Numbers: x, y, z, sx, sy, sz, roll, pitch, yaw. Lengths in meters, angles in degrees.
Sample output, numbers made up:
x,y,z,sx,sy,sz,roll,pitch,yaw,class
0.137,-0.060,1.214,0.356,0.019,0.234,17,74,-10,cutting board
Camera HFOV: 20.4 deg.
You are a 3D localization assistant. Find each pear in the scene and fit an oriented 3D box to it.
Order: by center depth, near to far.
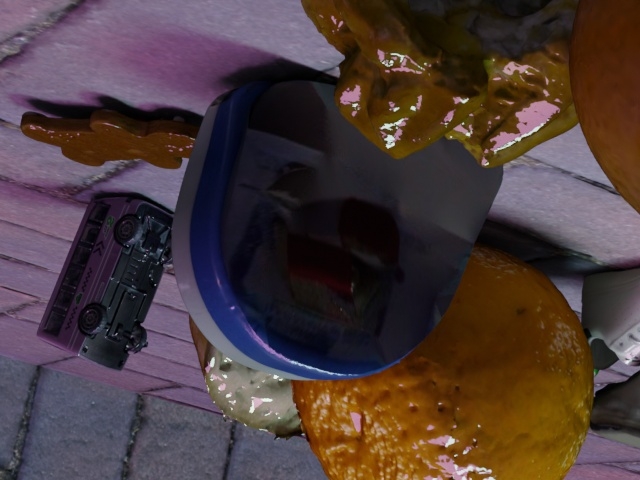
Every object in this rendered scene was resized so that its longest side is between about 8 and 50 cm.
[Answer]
x,y,z,sx,sy,sz,roll,pitch,yaw,class
-0.062,0.098,2.218,0.267,0.267,0.178,23,-168,-38,pear

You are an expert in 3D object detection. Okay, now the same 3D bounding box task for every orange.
x,y,z,sx,sy,sz,roll,pitch,yaw,class
0.141,0.154,1.960,0.293,0.340,0.341,-30,-168,-34,orange

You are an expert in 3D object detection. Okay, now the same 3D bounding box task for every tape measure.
x,y,z,sx,sy,sz,roll,pitch,yaw,class
0.000,-0.002,1.619,0.259,0.262,0.138,19,174,-24,tape measure

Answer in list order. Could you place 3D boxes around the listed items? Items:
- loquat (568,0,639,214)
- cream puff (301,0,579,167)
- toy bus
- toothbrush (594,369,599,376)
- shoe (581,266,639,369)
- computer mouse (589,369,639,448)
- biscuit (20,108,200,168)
x,y,z,sx,sy,sz,roll,pitch,yaw,class
0.277,-0.104,1.027,0.263,0.263,0.263,11,166,3,loquat
0.083,-0.139,1.163,0.221,0.194,0.195,17,165,-9,cream puff
-0.249,0.047,2.099,0.108,0.199,0.096,15,171,37,toy bus
0.369,0.177,2.438,0.030,0.030,0.304,13,166,-7,toothbrush
0.368,0.085,1.925,0.095,0.110,0.265,18,167,-20,shoe
0.492,0.178,1.922,0.429,0.145,0.228,-15,174,36,computer mouse
-0.192,-0.105,1.789,0.205,0.031,0.138,2,163,34,biscuit
